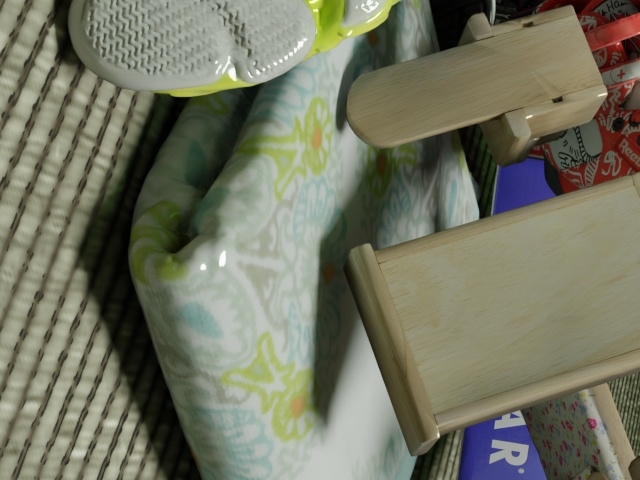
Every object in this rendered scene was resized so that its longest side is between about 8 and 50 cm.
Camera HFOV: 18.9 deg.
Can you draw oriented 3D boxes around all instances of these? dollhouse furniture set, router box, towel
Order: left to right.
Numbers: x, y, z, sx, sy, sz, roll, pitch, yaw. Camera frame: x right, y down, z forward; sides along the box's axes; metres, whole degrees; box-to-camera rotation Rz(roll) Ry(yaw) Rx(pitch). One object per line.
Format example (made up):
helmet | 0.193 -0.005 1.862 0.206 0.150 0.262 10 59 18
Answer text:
towel | 0.000 0.000 1.172 0.374 0.090 0.320 -68 150 -41
dollhouse furniture set | 0.090 0.067 1.217 0.355 0.174 0.303 112 -40 -72
router box | 0.177 0.010 1.508 0.301 0.082 0.335 -69 166 -59

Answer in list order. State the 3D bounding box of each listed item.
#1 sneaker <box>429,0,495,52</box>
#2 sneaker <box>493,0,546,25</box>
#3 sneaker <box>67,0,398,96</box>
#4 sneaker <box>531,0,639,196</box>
sneaker | 0.083 -0.214 1.348 0.121 0.099 0.262 -37 131 -73
sneaker | 0.137 -0.188 1.409 0.299 0.121 0.112 -110 -176 -62
sneaker | -0.028 -0.131 1.006 0.126 0.240 0.091 -7 -77 68
sneaker | 0.204 -0.062 1.151 0.270 0.090 0.145 -132 -153 -58
